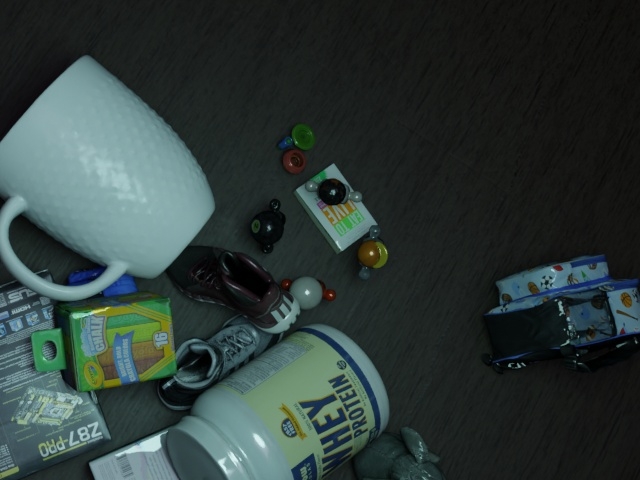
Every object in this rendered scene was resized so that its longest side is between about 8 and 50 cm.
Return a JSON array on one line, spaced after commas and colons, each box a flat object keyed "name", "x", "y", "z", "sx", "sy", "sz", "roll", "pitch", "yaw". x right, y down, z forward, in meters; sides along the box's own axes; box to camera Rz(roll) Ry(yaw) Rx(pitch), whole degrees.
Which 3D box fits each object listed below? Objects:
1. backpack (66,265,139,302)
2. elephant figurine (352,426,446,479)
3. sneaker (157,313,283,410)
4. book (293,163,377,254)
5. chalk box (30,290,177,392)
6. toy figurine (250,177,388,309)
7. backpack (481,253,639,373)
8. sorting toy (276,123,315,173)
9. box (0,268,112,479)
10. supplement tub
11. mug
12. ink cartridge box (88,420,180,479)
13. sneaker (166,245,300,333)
[{"name": "backpack", "x": -0.377, "y": 0.096, "z": 1.788, "sx": 0.120, "sy": 0.098, "sz": 0.101, "roll": -10, "pitch": 67, "yaw": -13}, {"name": "elephant figurine", "x": 0.157, "y": 0.408, "z": 1.796, "sx": 0.186, "sy": 0.239, "sz": 0.169, "roll": 1, "pitch": 82, "yaw": -13}, {"name": "sneaker", "x": -0.166, "y": 0.194, "z": 1.789, "sx": 0.268, "sy": 0.153, "sz": 0.101, "roll": -36, "pitch": 80, "yaw": -14}, {"name": "book", "x": 0.029, "y": -0.060, "z": 1.944, "sx": 0.096, "sy": 0.035, "sz": 0.144, "roll": -37, "pitch": 90, "yaw": -19}, {"name": "chalk box", "x": -0.357, "y": 0.165, "z": 1.667, "sx": 0.213, "sy": 0.132, "sz": 0.132, "roll": -9, "pitch": 97, "yaw": -25}, {"name": "toy figurine", "x": 0.000, "y": 0.000, "z": 1.839, "sx": 0.209, "sy": 0.148, "sz": 0.213, "roll": -28, "pitch": 90, "yaw": 5}, {"name": "backpack", "x": 0.465, "y": 0.138, "z": 1.915, "sx": 0.263, "sy": 0.276, "sz": 0.213, "roll": 0, "pitch": 83, "yaw": -27}, {"name": "sorting toy", "x": -0.052, "y": -0.172, "z": 1.939, "sx": 0.061, "sy": 0.042, "sz": 0.102, "roll": 28, "pitch": 64, "yaw": -24}, {"name": "box", "x": -0.586, "y": 0.262, "z": 1.715, "sx": 0.395, "sy": 0.097, "sz": 0.318, "roll": -21, "pitch": 85, "yaw": -16}, {"name": "supplement tub", "x": -0.070, "y": 0.310, "z": 1.725, "sx": 0.325, "sy": 0.235, "sz": 0.235, "roll": -32, "pitch": 90, "yaw": -32}, {"name": "mug", "x": -0.377, "y": -0.067, "z": 1.709, "sx": 0.328, "sy": 0.276, "sz": 0.374, "roll": 41, "pitch": 59, "yaw": -10}, {"name": "ink cartridge box", "x": -0.295, "y": 0.405, "z": 1.774, "sx": 0.175, "sy": 0.072, "sz": 0.127, "roll": -22, "pitch": 87, "yaw": -16}, {"name": "sneaker", "x": -0.168, "y": 0.048, "z": 1.757, "sx": 0.281, "sy": 0.162, "sz": 0.106, "roll": 22, "pitch": 69, "yaw": 27}]
